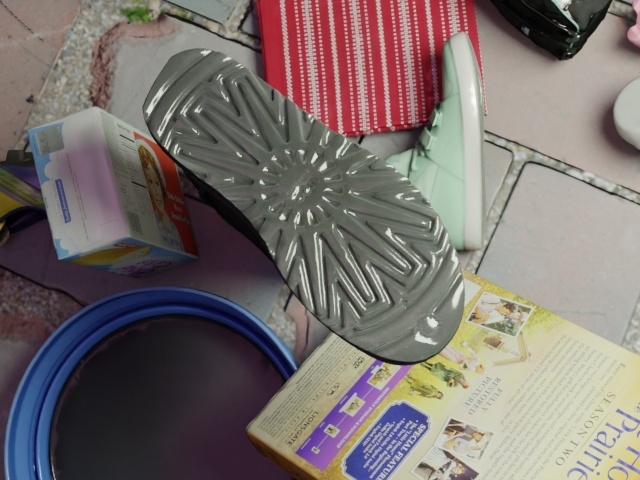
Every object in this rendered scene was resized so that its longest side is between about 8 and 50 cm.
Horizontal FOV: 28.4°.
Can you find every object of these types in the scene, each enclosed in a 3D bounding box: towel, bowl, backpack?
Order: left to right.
[{"bbox_3d":[-0.185,0.251,1.526,0.391,0.077,0.391,-1,84,11],"label":"bowl"},{"bbox_3d":[0.059,-0.225,1.557,0.275,0.031,0.198,-7,80,8],"label":"towel"},{"bbox_3d":[0.254,-0.321,1.459,0.188,0.166,0.144,37,89,9],"label":"backpack"}]

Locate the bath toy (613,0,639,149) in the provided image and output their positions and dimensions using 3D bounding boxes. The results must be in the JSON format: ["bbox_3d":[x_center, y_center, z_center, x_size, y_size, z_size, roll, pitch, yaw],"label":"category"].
[{"bbox_3d":[0.437,-0.260,1.444,0.151,0.129,0.348,5,80,56],"label":"bath toy"}]

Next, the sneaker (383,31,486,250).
[{"bbox_3d":[0.115,-0.114,1.478,0.151,0.094,0.255,1,101,13],"label":"sneaker"}]

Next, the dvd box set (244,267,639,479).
[{"bbox_3d":[0.168,0.199,1.337,0.420,0.062,0.307,27,65,36],"label":"dvd box set"}]

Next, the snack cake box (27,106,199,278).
[{"bbox_3d":[-0.234,-0.049,1.473,0.089,0.264,0.152,-18,80,9],"label":"snack cake box"}]

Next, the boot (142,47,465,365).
[{"bbox_3d":[-0.001,-0.002,1.335,0.146,0.445,0.367,-42,80,-6],"label":"boot"}]

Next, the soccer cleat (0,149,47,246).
[{"bbox_3d":[-0.445,-0.050,1.605,0.289,0.093,0.121,-2,90,11],"label":"soccer cleat"}]
